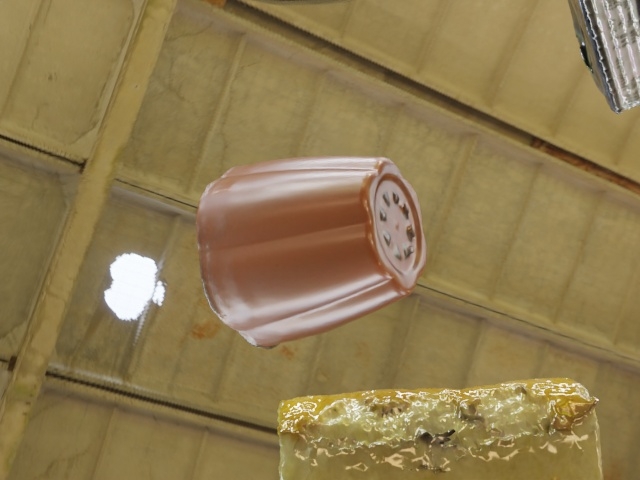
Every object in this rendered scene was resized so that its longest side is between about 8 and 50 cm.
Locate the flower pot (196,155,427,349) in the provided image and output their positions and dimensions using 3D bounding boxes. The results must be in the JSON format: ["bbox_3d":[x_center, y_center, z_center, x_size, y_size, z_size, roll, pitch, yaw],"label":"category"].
[{"bbox_3d":[0.000,0.000,0.747,0.190,0.173,0.191,28,-124,-51],"label":"flower pot"}]

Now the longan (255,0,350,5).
[{"bbox_3d":[0.010,-0.269,0.447,0.258,0.258,0.258,-1,-86,-19],"label":"longan"}]

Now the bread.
[{"bbox_3d":[0.139,0.284,0.911,0.375,0.165,0.237,-2,-80,-3],"label":"bread"}]

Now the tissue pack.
[{"bbox_3d":[0.281,-0.266,0.776,0.073,0.173,0.235,-18,-44,19],"label":"tissue pack"}]
